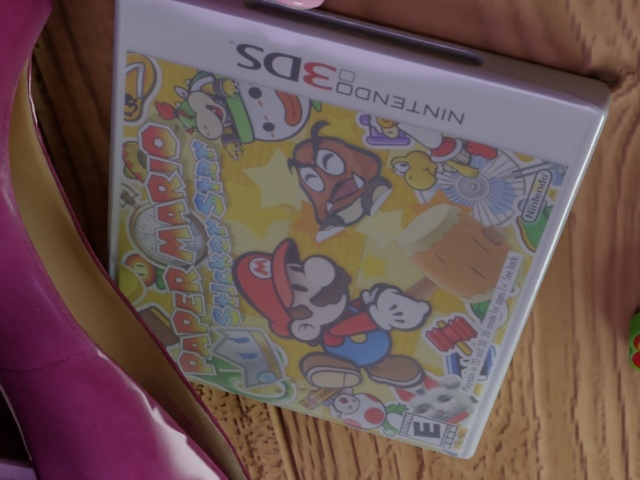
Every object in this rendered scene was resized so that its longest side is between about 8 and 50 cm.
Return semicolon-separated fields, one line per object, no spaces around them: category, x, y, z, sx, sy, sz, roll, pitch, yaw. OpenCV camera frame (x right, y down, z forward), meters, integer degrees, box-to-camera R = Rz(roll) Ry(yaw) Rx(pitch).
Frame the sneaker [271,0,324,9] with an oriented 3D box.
sneaker;-0.043;-0.136;0.402;0.119;0.047;0.057;26;108;-6

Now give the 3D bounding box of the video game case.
video game case;0.000;0.000;0.502;0.206;0.026;0.227;15;131;4

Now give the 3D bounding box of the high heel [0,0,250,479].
high heel;-0.097;-0.009;0.468;0.181;0.127;0.377;3;122;-8

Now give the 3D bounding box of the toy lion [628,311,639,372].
toy lion;0.197;0.050;0.485;0.100;0.034;0.096;28;137;-7
